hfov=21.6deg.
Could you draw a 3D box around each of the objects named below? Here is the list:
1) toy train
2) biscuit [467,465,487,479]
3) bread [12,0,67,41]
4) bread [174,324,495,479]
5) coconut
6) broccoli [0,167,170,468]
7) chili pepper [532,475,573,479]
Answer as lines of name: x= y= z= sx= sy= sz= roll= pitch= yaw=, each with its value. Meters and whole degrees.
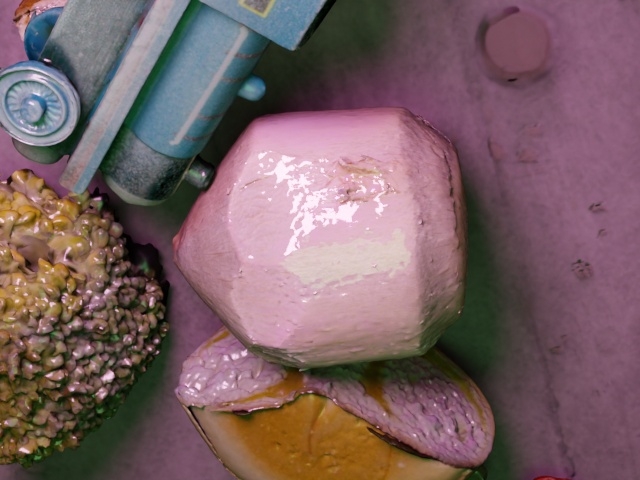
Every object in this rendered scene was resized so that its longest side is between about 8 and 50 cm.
toy train: x=-0.114 y=-0.151 z=1.222 sx=0.194 sy=0.120 sz=0.298 roll=28 pitch=127 yaw=-10
biscuit: x=0.086 y=0.335 z=1.570 sx=0.099 sy=0.038 sz=0.322 roll=10 pitch=115 yaw=3
bread: x=-0.196 y=-0.169 z=1.343 sx=0.083 sy=0.070 sz=0.077 roll=-20 pitch=111 yaw=14
bread: x=0.003 y=0.148 z=1.438 sx=0.260 sy=0.158 sz=0.156 roll=29 pitch=126 yaw=-11
coconut: x=0.000 y=0.000 z=1.324 sx=0.234 sy=0.224 sz=0.224 roll=-2 pitch=114 yaw=-5
broccoli: x=-0.270 y=0.076 z=1.399 sx=0.273 sy=0.180 sz=0.242 roll=4 pitch=115 yaw=3
chili pepper: x=0.205 y=0.274 z=1.519 sx=0.070 sy=0.073 sz=0.123 roll=-11 pitch=125 yaw=-38
